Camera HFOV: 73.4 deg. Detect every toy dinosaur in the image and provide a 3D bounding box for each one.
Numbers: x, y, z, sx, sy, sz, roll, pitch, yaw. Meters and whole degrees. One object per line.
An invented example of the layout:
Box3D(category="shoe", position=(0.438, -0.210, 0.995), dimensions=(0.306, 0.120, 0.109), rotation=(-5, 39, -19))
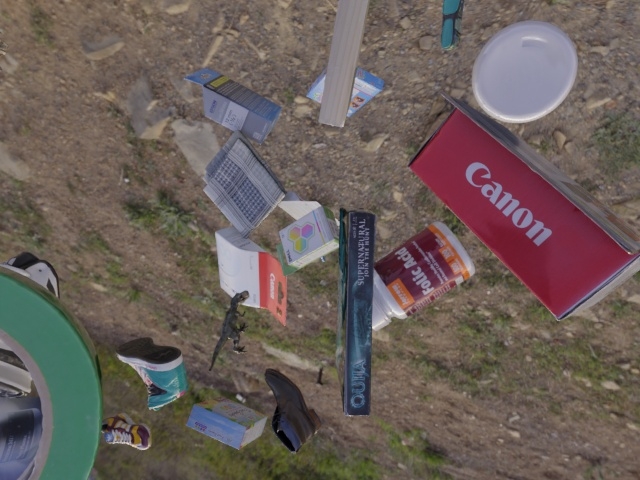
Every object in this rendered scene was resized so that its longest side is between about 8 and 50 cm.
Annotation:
Box3D(category="toy dinosaur", position=(-0.276, 0.293, 1.354), dimensions=(0.064, 0.268, 0.118), rotation=(0, 150, 30))

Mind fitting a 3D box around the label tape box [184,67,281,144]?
Box3D(category="label tape box", position=(-0.345, -0.535, 1.694), dimensions=(0.347, 0.249, 0.115), rotation=(25, 119, -8))

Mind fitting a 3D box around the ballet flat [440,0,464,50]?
Box3D(category="ballet flat", position=(0.401, -0.671, 1.289), dimensions=(0.070, 0.070, 0.188), rotation=(13, 112, 20))

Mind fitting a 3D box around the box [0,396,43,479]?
Box3D(category="box", position=(-0.769, 0.570, 1.094), dimensions=(0.294, 0.296, 0.183), rotation=(5, 141, -10))

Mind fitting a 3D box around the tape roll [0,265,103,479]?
Box3D(category="tape roll", position=(-0.372, 0.170, 0.382), dimensions=(0.321, 0.321, 0.077), rotation=(58, 157, -11))

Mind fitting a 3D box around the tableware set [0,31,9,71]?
Box3D(category="tableware set", position=(-0.566, -0.306, 0.614), dimensions=(0.128, 0.194, 0.039), rotation=(46, 114, 39))

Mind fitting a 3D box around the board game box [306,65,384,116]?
Box3D(category="board game box", position=(0.069, -0.458, 1.298), dimensions=(0.160, 0.039, 0.211), rotation=(20, 166, -20))

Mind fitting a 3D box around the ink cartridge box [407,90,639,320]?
Box3D(category="ink cartridge box", position=(0.288, -0.051, 0.618), dimensions=(0.130, 0.272, 0.309), rotation=(-53, 56, 28))

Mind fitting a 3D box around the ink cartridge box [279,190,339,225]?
Box3D(category="ink cartridge box", position=(-0.041, -0.125, 1.668), dimensions=(0.232, 0.066, 0.189), rotation=(0, 153, 40))

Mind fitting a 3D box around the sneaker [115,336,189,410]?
Box3D(category="sneaker", position=(-0.475, 0.386, 1.232), dimensions=(0.295, 0.124, 0.178), rotation=(2, 107, 43))

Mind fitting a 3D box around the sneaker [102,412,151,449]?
Box3D(category="sneaker", position=(-0.541, 0.536, 1.182), dimensions=(0.185, 0.084, 0.070), rotation=(2, 92, 37))

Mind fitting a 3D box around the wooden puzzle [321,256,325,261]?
Box3D(category="wooden puzzle", position=(0.000, 0.000, 1.294), dimensions=(0.014, 0.116, 0.078), rotation=(-11, 141, 21))

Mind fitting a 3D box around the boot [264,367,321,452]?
Box3D(category="boot", position=(-0.095, 0.451, 1.142), dimensions=(0.219, 0.106, 0.082), rotation=(50, 132, 1))

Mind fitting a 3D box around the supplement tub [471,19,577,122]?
Box3D(category="supplement tub", position=(0.534, -0.451, 1.161), dimensions=(0.235, 0.325, 0.235), rotation=(7, 112, 17))

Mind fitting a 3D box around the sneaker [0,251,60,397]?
Box3D(category="sneaker", position=(-0.675, 0.094, 0.785), dimensions=(0.169, 0.257, 0.447), rotation=(-4, 142, 18))

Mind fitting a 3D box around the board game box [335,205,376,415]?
Box3D(category="board game box", position=(0.033, 0.060, 0.437), dimensions=(0.026, 0.126, 0.186), rotation=(1, 96, -1))

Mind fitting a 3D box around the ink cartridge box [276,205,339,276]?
Box3D(category="ink cartridge box", position=(-0.048, 0.005, 1.182), dimensions=(0.209, 0.062, 0.109), rotation=(-29, 62, 22))

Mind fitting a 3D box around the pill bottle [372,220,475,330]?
Box3D(category="pill bottle", position=(0.302, 0.127, 1.476), dimensions=(0.392, 0.224, 0.224), rotation=(-34, 99, 5))

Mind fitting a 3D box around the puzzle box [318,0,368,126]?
Box3D(category="puzzle box", position=(0.061, -0.416, 0.927), dimensions=(0.052, 0.409, 0.272), rotation=(11, 115, 1))

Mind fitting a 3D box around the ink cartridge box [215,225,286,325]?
Box3D(category="ink cartridge box", position=(-0.291, 0.157, 1.779), dimensions=(0.385, 0.091, 0.308), rotation=(34, 134, 36))

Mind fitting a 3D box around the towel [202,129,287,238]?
Box3D(category="towel", position=(-0.311, -0.211, 1.665), dimensions=(0.324, 0.056, 0.312), rotation=(52, 128, 5))

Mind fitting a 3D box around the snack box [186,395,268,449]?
Box3D(category="snack box", position=(-0.273, 0.541, 1.290), dimensions=(0.174, 0.207, 0.070), rotation=(17, 81, 14))
